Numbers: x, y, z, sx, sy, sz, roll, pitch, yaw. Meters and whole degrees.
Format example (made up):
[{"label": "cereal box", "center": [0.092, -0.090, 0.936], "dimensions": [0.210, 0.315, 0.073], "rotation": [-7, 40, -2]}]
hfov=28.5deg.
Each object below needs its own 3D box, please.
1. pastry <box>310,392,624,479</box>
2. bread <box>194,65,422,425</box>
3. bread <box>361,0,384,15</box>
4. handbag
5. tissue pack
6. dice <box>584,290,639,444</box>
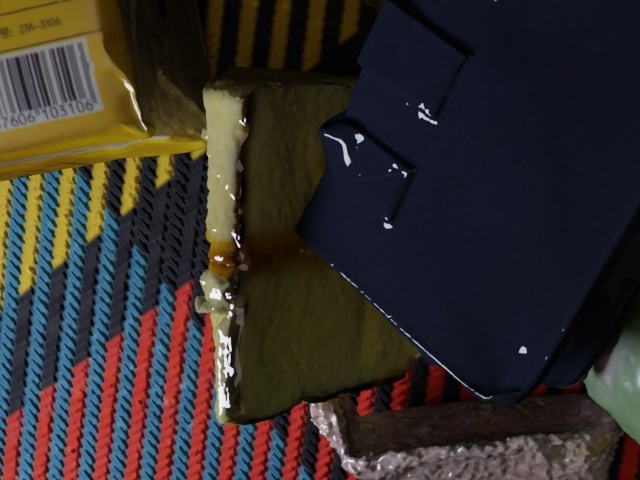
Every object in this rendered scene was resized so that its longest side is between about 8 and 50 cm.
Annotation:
[{"label": "pastry", "center": [0.123, 0.181, 1.064], "dimensions": [0.265, 0.103, 0.112], "rotation": [4, 105, 6]}, {"label": "bread", "center": [0.000, 0.000, 0.985], "dimensions": [0.198, 0.236, 0.263], "rotation": [2, 100, 9]}, {"label": "bread", "center": [0.157, -0.286, 0.953], "dimensions": [0.333, 0.160, 0.333], "rotation": [2, 102, 9]}, {"label": "handbag", "center": [0.124, -0.088, 0.823], "dimensions": [0.269, 0.118, 0.326], "rotation": [42, 118, 30]}, {"label": "tissue pack", "center": [-0.302, -0.183, 1.005], "dimensions": [0.382, 0.228, 0.293], "rotation": [-10, 93, 11]}, {"label": "dice", "center": [0.387, 0.038, 0.884], "dimensions": [0.322, 0.330, 0.318], "rotation": [28, 104, 2]}]
